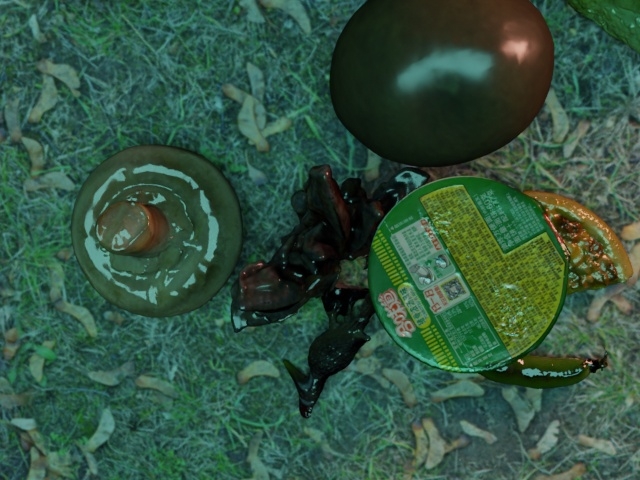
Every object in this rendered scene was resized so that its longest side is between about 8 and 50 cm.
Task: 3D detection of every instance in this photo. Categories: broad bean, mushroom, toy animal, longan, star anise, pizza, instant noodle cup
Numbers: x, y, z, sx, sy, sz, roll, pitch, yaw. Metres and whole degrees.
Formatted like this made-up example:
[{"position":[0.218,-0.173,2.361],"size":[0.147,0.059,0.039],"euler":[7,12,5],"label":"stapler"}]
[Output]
[{"position":[0.232,0.141,1.360],"size":[0.227,0.039,0.069],"euler":[9,106,4],"label":"broad bean"},{"position":[-0.196,-0.011,1.292],"size":[0.207,0.215,0.207],"euler":[0,91,7],"label":"mushroom"},{"position":[0.014,0.129,1.364],"size":[0.070,0.105,0.202],"euler":[12,112,-38],"label":"toy animal"},{"position":[0.131,-0.183,1.209],"size":[0.248,0.248,0.248],"euler":[1,99,6],"label":"longan"},{"position":[-0.001,0.001,1.268],"size":[0.129,0.212,0.283],"euler":[44,102,2],"label":"star anise"},{"position":[0.285,0.020,1.329],"size":[0.175,0.046,0.134],"euler":[25,101,1],"label":"pizza"},{"position":[0.159,0.055,1.237],"size":[0.207,0.232,0.207],"euler":[-1,78,5],"label":"instant noodle cup"}]

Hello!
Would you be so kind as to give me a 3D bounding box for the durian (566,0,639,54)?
[{"position":[0.360,-0.287,1.243],"size":[0.250,0.101,0.139],"euler":[40,102,0],"label":"durian"}]
